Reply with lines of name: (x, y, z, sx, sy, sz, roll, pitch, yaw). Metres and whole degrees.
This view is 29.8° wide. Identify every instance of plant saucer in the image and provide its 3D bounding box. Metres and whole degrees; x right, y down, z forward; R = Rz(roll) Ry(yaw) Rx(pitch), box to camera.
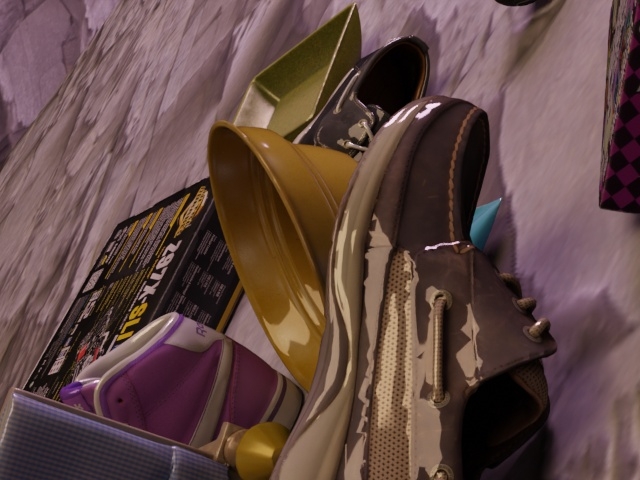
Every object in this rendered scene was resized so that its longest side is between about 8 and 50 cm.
plant saucer: (-0.029, -0.140, 1.281, 0.188, 0.045, 0.188, -30, 30, 43)

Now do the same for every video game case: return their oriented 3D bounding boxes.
video game case: (0.198, -0.168, 0.696, 0.232, 0.042, 0.210, 87, -166, -46)

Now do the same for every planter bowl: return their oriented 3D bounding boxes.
planter bowl: (0.000, 0.000, 0.888, 0.090, 0.217, 0.217, -22, 16, -16)

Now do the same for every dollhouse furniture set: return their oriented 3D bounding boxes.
dollhouse furniture set: (-0.156, 0.213, 0.674, 0.198, 0.286, 0.303, -2, 65, 62)

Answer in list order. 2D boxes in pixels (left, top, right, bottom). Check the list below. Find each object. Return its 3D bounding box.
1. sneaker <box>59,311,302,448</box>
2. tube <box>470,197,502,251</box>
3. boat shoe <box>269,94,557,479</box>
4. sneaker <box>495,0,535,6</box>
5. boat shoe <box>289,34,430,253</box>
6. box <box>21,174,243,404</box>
sneaker: (-0.146, 0.184, 0.868, 0.102, 0.161, 0.282, -10, 48, 57)
tube: (0.064, 0.057, 0.809, 0.080, 0.052, 0.207, -20, 32, 48)
boat shoe: (0.067, 0.078, 0.673, 0.130, 0.132, 0.355, 6, 62, 17)
sneaker: (0.193, -0.271, 1.045, 0.178, 0.072, 0.077, -61, 1, -18)
boat shoe: (0.031, -0.082, 1.024, 0.079, 0.084, 0.233, -29, 29, 52)
box: (-0.188, 0.095, 1.196, 0.257, 0.079, 0.322, -20, 38, 50)
